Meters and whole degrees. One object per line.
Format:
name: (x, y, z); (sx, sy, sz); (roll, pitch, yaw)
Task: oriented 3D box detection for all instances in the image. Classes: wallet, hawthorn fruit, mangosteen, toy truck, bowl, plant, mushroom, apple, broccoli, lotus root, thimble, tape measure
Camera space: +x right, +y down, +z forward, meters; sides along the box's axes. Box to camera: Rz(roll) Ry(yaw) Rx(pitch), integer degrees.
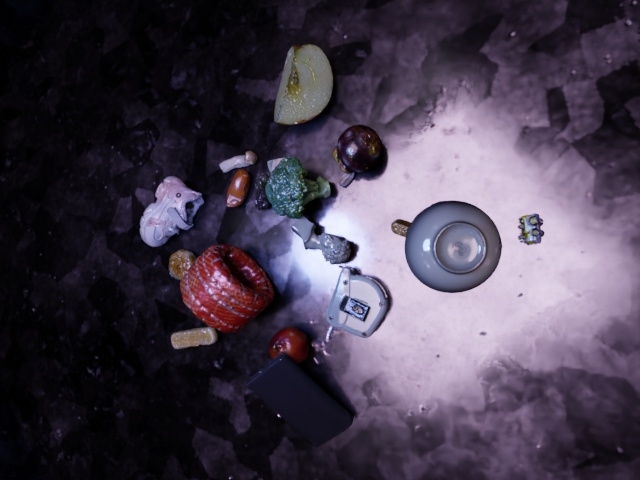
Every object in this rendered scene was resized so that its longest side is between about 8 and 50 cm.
wallet: (-0.082, 0.644, 1.621); (0.228, 0.062, 0.406); (-42, 98, 21)
hawthorn fruit: (-0.138, 0.443, 1.668); (0.169, 0.188, 0.168); (-1, 87, 30)
mangosteen: (0.137, -0.359, 1.629); (0.217, 0.192, 0.192); (-15, 81, 51)
toy truck: (0.752, -0.039, 1.448); (0.077, 0.076, 0.111); (-6, 82, 43)
bowl: (0.481, 0.024, 1.443); (0.354, 0.185, 0.353); (0, 90, 8)
plant: (-0.260, -0.219, 1.805); (0.085, 0.087, 0.174); (-1, 82, 44)
mushroom: (-0.388, -0.361, 1.868); (0.202, 0.054, 0.059); (-11, 85, 23)
apple: (-0.090, -0.642, 1.711); (0.254, 0.179, 0.345); (17, 95, 32)
broccoli: (-0.092, -0.213, 1.672); (0.271, 0.270, 0.269); (-2, 86, -11)
lotus root: (0.111, -0.261, 1.700); (0.083, 0.030, 0.037); (-48, 43, 8)
thimble: (-0.389, 0.197, 1.693); (0.230, 0.350, 0.350); (-45, 75, 13)
tape measure: (0.145, 0.248, 1.613); (0.246, 0.125, 0.243); (20, 94, 20)

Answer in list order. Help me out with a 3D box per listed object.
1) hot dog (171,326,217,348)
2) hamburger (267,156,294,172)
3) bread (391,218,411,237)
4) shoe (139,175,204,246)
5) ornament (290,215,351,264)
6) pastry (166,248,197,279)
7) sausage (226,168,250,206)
hot dog: (-0.580, 0.450, 1.881); (0.243, 0.073, 0.084); (-14, 85, 18)
hamburger: (-0.168, -0.319, 1.789); (0.121, 0.054, 0.084); (-12, 82, 11)
bread: (0.332, -0.047, 1.598); (0.110, 0.060, 0.066); (22, 81, 22)
shoe: (-0.698, -0.114, 1.899); (0.198, 0.172, 0.350); (26, 98, 15)
ornament: (-0.003, 0.006, 1.685); (0.285, 0.130, 0.120); (28, 80, 26)
pastry: (-0.650, 0.118, 1.919); (0.154, 0.081, 0.153); (-4, 76, 16)
sausage: (-0.374, -0.235, 1.844); (0.089, 0.089, 0.179); (27, 99, 18)
